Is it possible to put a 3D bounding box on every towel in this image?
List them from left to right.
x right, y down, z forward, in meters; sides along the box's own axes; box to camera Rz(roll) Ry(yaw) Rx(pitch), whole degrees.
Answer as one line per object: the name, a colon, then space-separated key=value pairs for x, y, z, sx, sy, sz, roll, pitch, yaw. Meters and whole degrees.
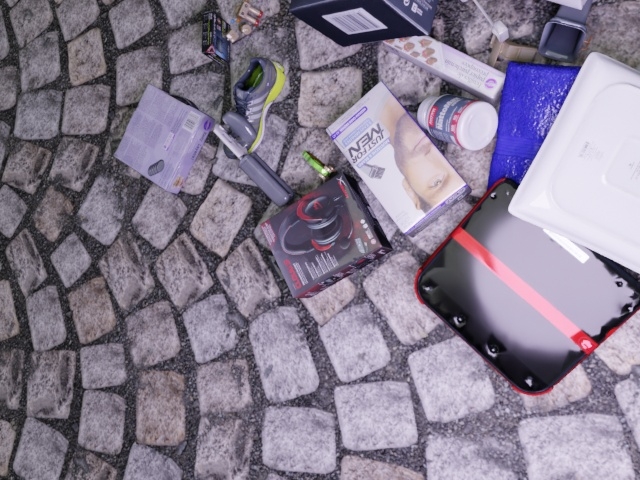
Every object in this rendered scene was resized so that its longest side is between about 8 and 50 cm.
towel: x=0.481 y=-0.216 z=1.186 sx=0.227 sy=0.076 sz=0.308 roll=14 pitch=109 yaw=30

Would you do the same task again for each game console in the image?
game console: x=0.432 y=0.108 z=1.211 sx=0.386 sy=0.060 sz=0.342 roll=43 pitch=105 yaw=14

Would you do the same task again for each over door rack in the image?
over door rack: x=0.438 y=-0.629 z=1.283 sx=0.239 sy=0.108 sz=0.324 roll=-35 pitch=64 yaw=18

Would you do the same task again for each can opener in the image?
can opener: x=-0.167 y=-0.219 z=1.474 sx=0.283 sy=0.076 sz=0.095 roll=45 pitch=113 yaw=-2

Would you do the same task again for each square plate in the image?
square plate: x=0.601 y=-0.137 z=1.075 sx=0.344 sy=0.049 sz=0.347 roll=25 pitch=101 yaw=2

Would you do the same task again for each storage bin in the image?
storage bin: x=0.547 y=-0.467 z=1.217 sx=0.098 sy=0.135 sz=0.091 roll=23 pitch=84 yaw=17

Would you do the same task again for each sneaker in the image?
sneaker: x=-0.205 y=-0.369 z=1.534 sx=0.111 sy=0.121 sz=0.300 roll=23 pitch=94 yaw=24

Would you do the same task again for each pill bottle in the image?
pill bottle: x=0.306 y=-0.277 z=1.279 sx=0.108 sy=0.108 sz=0.180 roll=-61 pitch=34 yaw=7

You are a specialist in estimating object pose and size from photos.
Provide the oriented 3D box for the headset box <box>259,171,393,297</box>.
headset box: x=0.000 y=0.000 z=1.412 sx=0.293 sy=0.110 sz=0.218 roll=-31 pitch=74 yaw=18

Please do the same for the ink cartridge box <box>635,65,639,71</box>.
ink cartridge box: x=0.694 y=-0.246 z=1.149 sx=0.153 sy=0.087 sz=0.208 roll=-47 pitch=68 yaw=12

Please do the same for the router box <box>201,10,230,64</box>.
router box: x=-0.302 y=-0.585 z=1.616 sx=0.038 sy=0.092 sz=0.122 roll=-2 pitch=84 yaw=23

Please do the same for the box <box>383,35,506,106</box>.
box: x=0.301 y=-0.433 z=1.353 sx=0.324 sy=0.067 sz=0.063 roll=36 pitch=100 yaw=23

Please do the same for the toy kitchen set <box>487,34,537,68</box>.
toy kitchen set: x=0.445 y=-0.439 z=1.314 sx=0.083 sy=0.075 sz=0.068 roll=-108 pitch=23 yaw=-47

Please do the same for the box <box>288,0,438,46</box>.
box: x=0.135 y=-0.699 z=1.319 sx=0.293 sy=0.212 sz=0.395 roll=14 pitch=89 yaw=47

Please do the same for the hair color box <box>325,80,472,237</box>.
hair color box: x=0.186 y=-0.196 z=1.356 sx=0.185 sy=0.110 sz=0.339 roll=-40 pitch=72 yaw=14

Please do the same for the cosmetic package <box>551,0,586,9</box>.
cosmetic package: x=0.456 y=-0.571 z=1.163 sx=0.239 sy=0.060 sz=0.099 roll=33 pitch=94 yaw=30

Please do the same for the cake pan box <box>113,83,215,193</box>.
cake pan box: x=-0.472 y=-0.312 z=1.675 sx=0.246 sy=0.070 sz=0.267 roll=29 pitch=96 yaw=21

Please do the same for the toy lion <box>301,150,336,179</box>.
toy lion: x=-0.009 y=-0.199 z=1.447 sx=0.096 sy=0.100 sz=0.034 roll=39 pitch=103 yaw=3

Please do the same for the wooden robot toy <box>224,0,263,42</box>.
wooden robot toy: x=-0.221 y=-0.651 z=1.616 sx=0.173 sy=0.076 sz=0.079 roll=-62 pitch=31 yaw=6
